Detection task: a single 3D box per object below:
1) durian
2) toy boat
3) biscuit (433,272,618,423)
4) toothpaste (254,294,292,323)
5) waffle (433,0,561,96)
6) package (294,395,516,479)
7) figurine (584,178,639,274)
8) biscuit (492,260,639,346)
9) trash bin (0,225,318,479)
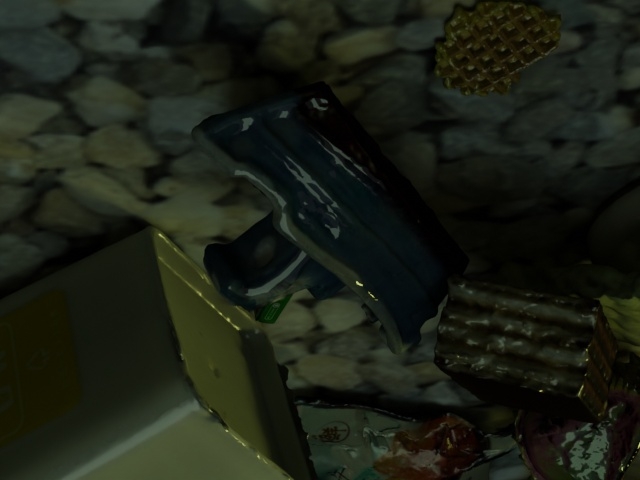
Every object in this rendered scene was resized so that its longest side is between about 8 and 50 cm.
[{"bbox_3d":[0.224,0.143,1.325,0.108,0.119,0.187,28,125,14],"label":"durian"},{"bbox_3d":[0.000,0.000,1.065,0.142,0.129,0.309,-35,142,7],"label":"toy boat"},{"bbox_3d":[0.154,0.083,1.145,0.106,0.070,0.252,10,172,16],"label":"biscuit"},{"bbox_3d":[-0.027,0.030,1.181,0.017,0.020,0.083,10,136,-24],"label":"toothpaste"},{"bbox_3d":[0.113,-0.125,1.032,0.078,0.016,0.085,13,135,-19],"label":"waffle"},{"bbox_3d":[0.060,0.198,1.381,0.232,0.040,0.166,8,137,-18],"label":"package"},{"bbox_3d":[0.327,0.014,1.139,0.250,0.141,0.166,-29,137,22],"label":"figurine"},{"bbox_3d":[0.269,0.057,1.162,0.187,0.036,0.273,26,164,-40],"label":"biscuit"},{"bbox_3d":[-0.200,0.184,1.176,0.367,0.256,0.296,-31,134,12],"label":"trash bin"}]
